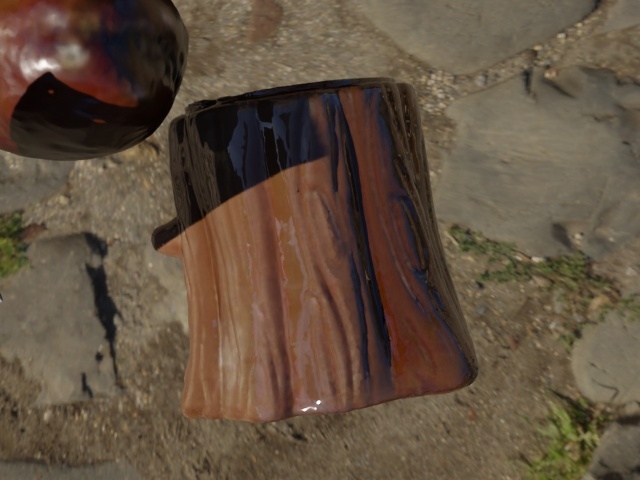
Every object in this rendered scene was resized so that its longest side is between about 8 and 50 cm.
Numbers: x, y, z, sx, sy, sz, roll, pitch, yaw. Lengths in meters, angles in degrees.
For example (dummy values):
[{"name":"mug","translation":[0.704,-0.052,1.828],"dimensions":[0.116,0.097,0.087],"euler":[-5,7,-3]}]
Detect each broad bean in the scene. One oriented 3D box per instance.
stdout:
[{"name":"broad bean","translation":[-0.178,-0.115,0.617],"dimensions":[0.156,0.229,0.122],"euler":[12,83,-47]}]

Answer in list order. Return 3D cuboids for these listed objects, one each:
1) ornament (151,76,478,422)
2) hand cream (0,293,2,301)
[{"name":"ornament","translation":[0.000,0.000,0.716],"dimensions":[0.235,0.221,0.217],"euler":[-6,95,34]},{"name":"hand cream","translation":[-0.308,0.056,0.581],"dimensions":[0.121,0.076,0.336],"euler":[33,138,-27]}]
